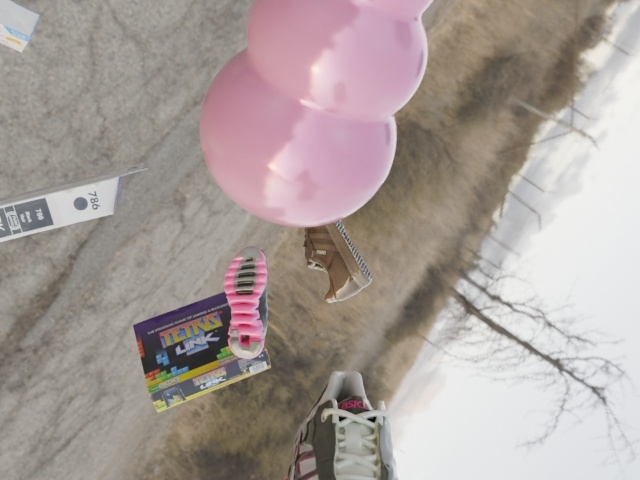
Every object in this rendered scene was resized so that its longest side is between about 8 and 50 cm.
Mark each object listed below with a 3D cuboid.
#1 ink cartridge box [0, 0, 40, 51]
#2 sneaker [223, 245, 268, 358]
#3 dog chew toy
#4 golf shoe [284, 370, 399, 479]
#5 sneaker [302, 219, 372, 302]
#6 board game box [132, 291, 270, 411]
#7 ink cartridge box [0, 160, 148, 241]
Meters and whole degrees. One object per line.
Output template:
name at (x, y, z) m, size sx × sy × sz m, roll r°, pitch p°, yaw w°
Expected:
ink cartridge box at (-0.704, -0.481, 1.457) m, size 0.181 × 0.104 × 0.061 m, roll 4°, pitch -106°, yaw 59°
sneaker at (-0.074, 0.064, 0.701) m, size 0.057 × 0.047 × 0.119 m, roll -22°, pitch 117°, yaw -76°
dog chew toy at (0.008, -0.175, 0.638) m, size 0.206 × 0.207 × 0.331 m, roll -42°, pitch 162°, yaw -56°
golf shoe at (0.014, 0.185, 0.499) m, size 0.273 × 0.105 × 0.120 m, roll -152°, pitch -110°, yaw -83°
sneaker at (0.000, 0.000, 0.894) m, size 0.071 × 0.188 × 0.066 m, roll -36°, pitch 143°, yaw 11°
board game box at (-0.175, 0.154, 0.950) m, size 0.171 × 0.141 × 0.048 m, roll -20°, pitch 134°, yaw -12°
ink cartridge box at (-0.439, -0.057, 1.067) m, size 0.333 × 0.065 × 0.165 m, roll -16°, pitch -166°, yaw -10°
